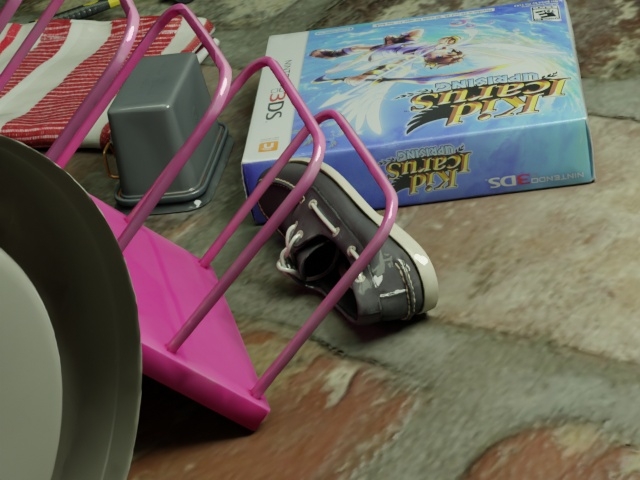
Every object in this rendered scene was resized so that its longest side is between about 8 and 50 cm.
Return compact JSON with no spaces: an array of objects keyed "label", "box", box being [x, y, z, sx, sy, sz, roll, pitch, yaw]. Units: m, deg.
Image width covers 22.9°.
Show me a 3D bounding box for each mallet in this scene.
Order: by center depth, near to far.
[{"label":"mallet","box":[-0.217,-0.252,1.680,0.189,0.039,0.062,-24,34,-11]}]

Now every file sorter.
[{"label":"file sorter","box":[-0.122,-0.058,1.001,0.182,0.290,0.202,-52,28,13]}]

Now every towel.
[{"label":"towel","box":[-0.291,-0.158,1.539,0.329,0.037,0.237,3,34,25]}]

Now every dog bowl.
[{"label":"dog bowl","box":[-0.238,0.105,0.772,0.102,0.349,0.349,15,39,32]}]

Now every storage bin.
[{"label":"storage bin","box":[-0.136,-0.094,1.316,0.098,0.091,0.135,-5,30,12]}]

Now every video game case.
[{"label":"video game case","box":[0.080,-0.114,1.304,0.269,0.061,0.244,-7,31,8]}]

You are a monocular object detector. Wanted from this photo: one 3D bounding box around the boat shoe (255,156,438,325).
[{"label":"boat shoe","box":[0.000,0.000,1.123,0.065,0.075,0.206,-23,36,-25]}]
